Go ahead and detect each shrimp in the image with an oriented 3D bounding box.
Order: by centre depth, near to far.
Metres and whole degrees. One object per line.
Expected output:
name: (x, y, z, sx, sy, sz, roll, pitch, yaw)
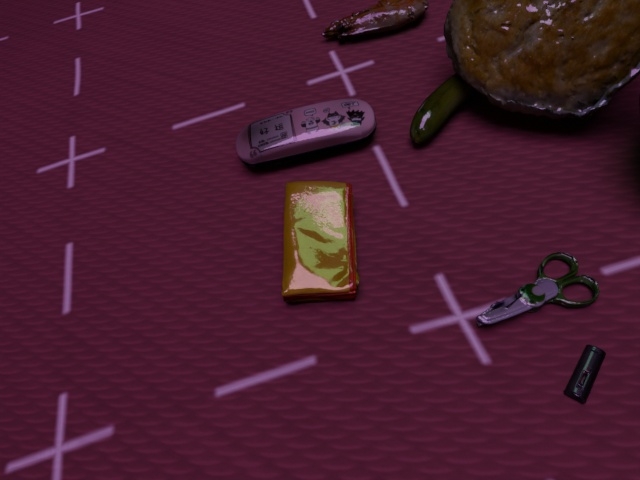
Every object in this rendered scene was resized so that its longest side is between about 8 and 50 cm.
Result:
shrimp: (0.141, -0.596, 1.218, 0.294, 0.062, 0.154, -16, 44, -2)

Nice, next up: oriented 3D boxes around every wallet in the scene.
wallet: (0.000, 0.000, 0.864, 0.141, 0.067, 0.241, -2, 62, 4)

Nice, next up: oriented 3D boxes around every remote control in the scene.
remote control: (0.397, 0.196, 0.682, 0.034, 0.016, 0.091, 26, 65, 30)

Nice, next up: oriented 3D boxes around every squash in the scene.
squash: (0.274, -0.304, 0.996, 0.069, 0.069, 0.258, 35, 69, 28)

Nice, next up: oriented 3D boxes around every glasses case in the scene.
glasses case: (-0.033, -0.237, 1.008, 0.314, 0.075, 0.122, -13, 53, 3)

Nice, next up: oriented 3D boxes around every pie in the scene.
pie: (0.441, -0.450, 0.881, 0.418, 0.395, 0.180, 34, 26, 7)

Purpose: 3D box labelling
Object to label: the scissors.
scissors: (0.348, 0.093, 0.750, 0.204, 0.027, 0.101, -24, 54, -7)
